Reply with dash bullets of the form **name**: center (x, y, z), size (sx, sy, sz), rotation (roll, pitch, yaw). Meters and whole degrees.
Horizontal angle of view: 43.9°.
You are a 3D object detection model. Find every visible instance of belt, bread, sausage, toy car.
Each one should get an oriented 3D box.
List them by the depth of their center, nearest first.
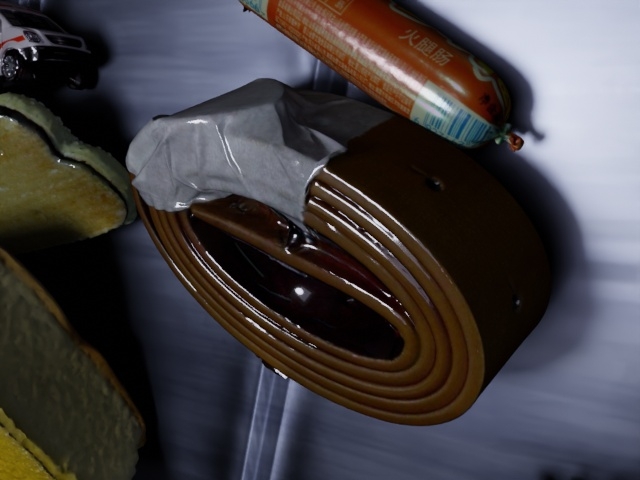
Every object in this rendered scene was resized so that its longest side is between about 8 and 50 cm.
- **sausage**: center (0.048, -0.147, 0.617), size (0.264, 0.083, 0.083), rotation (39, 118, 16)
- **belt**: center (0.000, 0.000, 0.619), size (0.338, 0.122, 0.217), rotation (30, 133, 25)
- **bread**: center (-0.326, -0.072, 0.820), size (0.286, 0.056, 0.207), rotation (-9, 130, 30)
- **toy car**: center (-0.328, -0.198, 0.825), size (0.209, 0.089, 0.108), rotation (-7, 87, 36)
- **bread**: center (-0.394, 0.153, 0.846), size (0.333, 0.143, 0.323), rotation (-7, 129, 29)
